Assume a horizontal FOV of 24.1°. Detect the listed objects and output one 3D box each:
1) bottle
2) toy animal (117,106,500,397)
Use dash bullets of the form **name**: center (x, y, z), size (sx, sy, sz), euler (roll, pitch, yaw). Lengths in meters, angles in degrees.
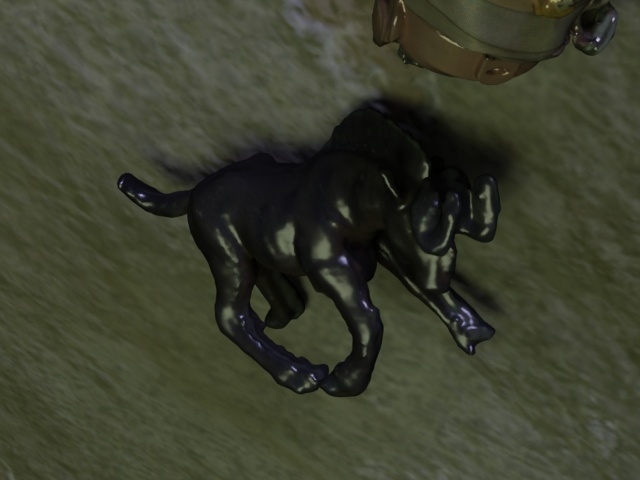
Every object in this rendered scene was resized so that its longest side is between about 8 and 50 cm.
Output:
- **bottle**: center (0.076, -0.119, 0.585), size (0.099, 0.099, 0.152), euler (29, 146, 7)
- **toy animal**: center (0.000, 0.000, 0.786), size (0.233, 0.084, 0.148), euler (5, 116, 41)
